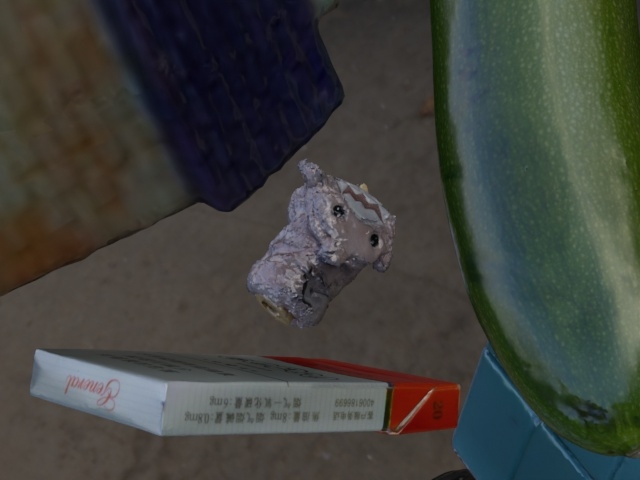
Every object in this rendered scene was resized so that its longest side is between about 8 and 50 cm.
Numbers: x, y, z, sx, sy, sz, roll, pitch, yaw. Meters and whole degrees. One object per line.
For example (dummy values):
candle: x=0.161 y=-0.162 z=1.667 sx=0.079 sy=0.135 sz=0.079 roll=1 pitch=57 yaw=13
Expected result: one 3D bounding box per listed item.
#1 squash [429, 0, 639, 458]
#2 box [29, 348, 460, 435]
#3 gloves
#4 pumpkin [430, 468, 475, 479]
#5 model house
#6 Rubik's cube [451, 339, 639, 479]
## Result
squash: x=0.068 y=-0.061 z=0.378 sx=0.069 sy=0.069 sz=0.258 roll=-11 pitch=68 yaw=25
box: x=-0.041 y=0.094 z=0.770 sx=0.139 sy=0.245 sz=0.035 roll=5 pitch=87 yaw=45
gloves: x=0.003 y=0.008 z=1.055 sx=0.094 sy=0.110 sz=0.144 roll=13 pitch=79 yaw=57
pumpkin: x=0.181 y=0.270 z=1.186 sx=0.194 sy=0.150 sz=0.194 roll=-34 pitch=5 yaw=3
model house: x=-0.145 y=-0.140 z=0.729 sx=0.280 sy=0.245 sz=0.312 roll=-25 pitch=28 yaw=-1
Rubik's cube: x=0.264 y=0.134 z=0.925 sx=0.221 sy=0.231 sz=0.224 roll=-17 pitch=51 yaw=-26
